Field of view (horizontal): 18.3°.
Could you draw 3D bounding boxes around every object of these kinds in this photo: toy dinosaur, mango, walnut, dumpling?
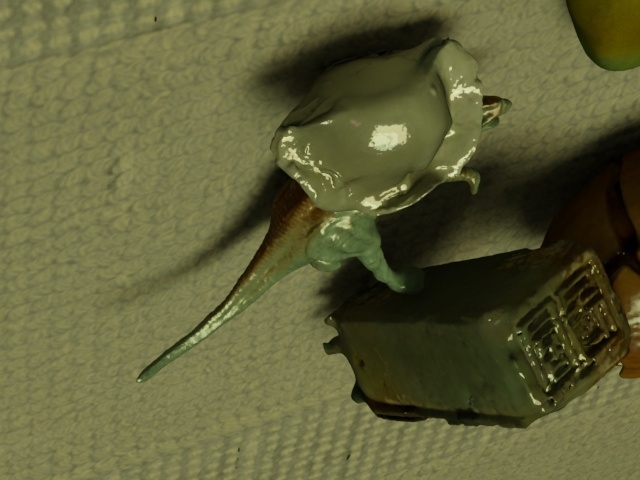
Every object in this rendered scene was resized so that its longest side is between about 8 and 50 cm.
[{"bbox_3d":[0.000,0.000,1.735,0.393,0.092,0.205,-26,153,2],"label":"toy dinosaur"},{"bbox_3d":[0.257,-0.203,1.605,0.130,0.092,0.194,-17,154,-19],"label":"mango"},{"bbox_3d":[0.358,-0.006,1.905,0.336,0.209,0.209,-31,152,-13],"label":"walnut"},{"bbox_3d":[0.049,-0.086,1.596,0.188,0.108,0.127,-26,121,-18],"label":"dumpling"}]

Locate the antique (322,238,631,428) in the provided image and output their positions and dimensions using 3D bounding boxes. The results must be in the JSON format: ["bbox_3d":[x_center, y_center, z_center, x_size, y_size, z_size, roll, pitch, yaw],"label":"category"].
[{"bbox_3d":[0.128,0.092,1.839,0.284,0.125,0.150,-9,-159,49],"label":"antique"}]
